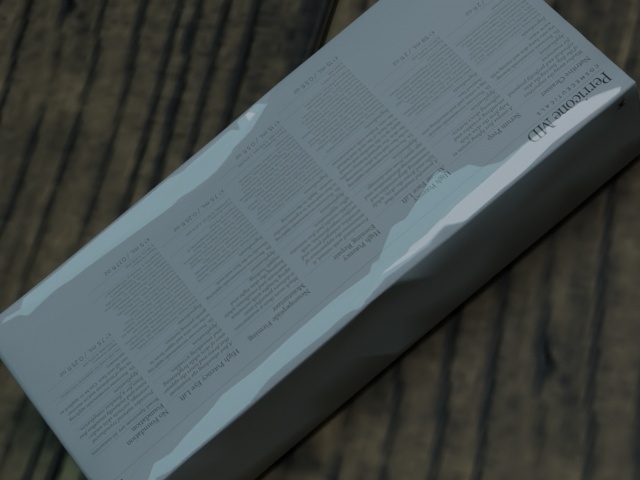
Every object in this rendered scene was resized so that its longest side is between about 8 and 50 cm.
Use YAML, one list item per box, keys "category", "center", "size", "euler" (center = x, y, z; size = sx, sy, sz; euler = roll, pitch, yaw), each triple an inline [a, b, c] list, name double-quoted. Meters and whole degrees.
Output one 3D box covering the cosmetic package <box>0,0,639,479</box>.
- category: "cosmetic package"
  center: [0.000, 0.000, 0.601]
  size: [0.239, 0.060, 0.099]
  euler: [-39, 60, -3]
